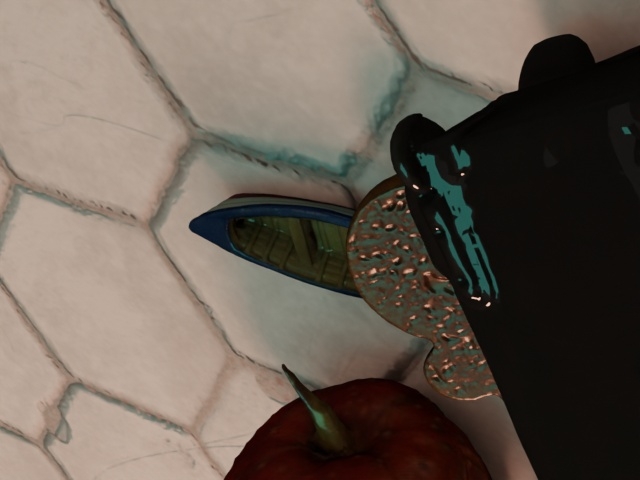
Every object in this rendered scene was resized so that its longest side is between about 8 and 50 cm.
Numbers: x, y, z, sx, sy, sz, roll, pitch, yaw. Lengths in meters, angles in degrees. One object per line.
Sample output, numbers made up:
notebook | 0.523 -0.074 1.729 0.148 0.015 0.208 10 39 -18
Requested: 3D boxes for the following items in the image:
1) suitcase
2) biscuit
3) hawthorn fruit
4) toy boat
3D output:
suitcase | 0.246 0.028 1.144 0.345 0.188 0.339 -14 100 48
biscuit | 0.123 0.040 1.410 0.236 0.039 0.180 40 125 -12
hawthorn fruit | 0.032 0.245 1.577 0.258 0.258 0.262 35 130 9
toy boat | 0.000 0.000 1.512 0.229 0.046 0.080 14 137 34
